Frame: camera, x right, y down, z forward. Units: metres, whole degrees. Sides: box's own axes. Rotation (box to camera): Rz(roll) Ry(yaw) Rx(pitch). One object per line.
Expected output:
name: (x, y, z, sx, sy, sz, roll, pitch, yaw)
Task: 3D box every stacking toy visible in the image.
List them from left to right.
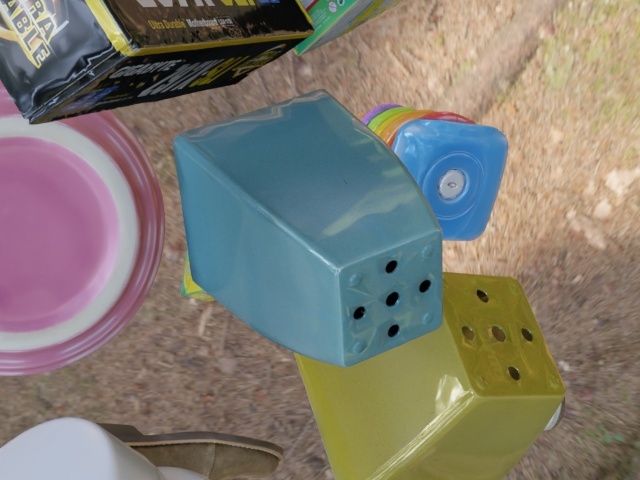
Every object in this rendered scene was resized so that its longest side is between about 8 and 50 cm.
stacking toy: (0.108, -0.125, 1.669, 0.175, 0.302, 0.165, 4, 109, -27)

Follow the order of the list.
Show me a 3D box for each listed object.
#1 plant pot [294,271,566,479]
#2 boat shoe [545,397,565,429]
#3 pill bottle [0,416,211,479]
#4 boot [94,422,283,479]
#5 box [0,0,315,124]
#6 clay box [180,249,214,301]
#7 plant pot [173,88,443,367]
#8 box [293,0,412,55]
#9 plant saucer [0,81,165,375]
plant pot: (0.128, 0.142, 1.275, 0.187, 0.212, 0.212, -42, 56, 38)
boat shoe: (0.203, 0.155, 1.525, 0.095, 0.257, 0.095, -1, 116, -27)
pill bottle: (-0.070, 0.227, 0.666, 0.161, 0.161, 0.283, -42, 123, 1)
boot: (-0.176, 0.274, 1.385, 0.305, 0.112, 0.115, 7, 68, -35)
box: (-0.138, -0.208, 0.717, 0.079, 0.322, 0.257, -30, 91, 19)
clay box: (-0.138, 0.014, 1.696, 0.053, 0.222, 0.127, 13, 76, -27)
plant pot: (0.000, 0.000, 1.087, 0.166, 0.165, 0.234, -20, 37, -24)
box: (0.057, -0.210, 0.933, 0.179, 0.105, 0.043, -30, 87, -40)
plant saucer: (-0.325, -0.011, 1.295, 0.332, 0.084, 0.332, -3, 100, -19)
